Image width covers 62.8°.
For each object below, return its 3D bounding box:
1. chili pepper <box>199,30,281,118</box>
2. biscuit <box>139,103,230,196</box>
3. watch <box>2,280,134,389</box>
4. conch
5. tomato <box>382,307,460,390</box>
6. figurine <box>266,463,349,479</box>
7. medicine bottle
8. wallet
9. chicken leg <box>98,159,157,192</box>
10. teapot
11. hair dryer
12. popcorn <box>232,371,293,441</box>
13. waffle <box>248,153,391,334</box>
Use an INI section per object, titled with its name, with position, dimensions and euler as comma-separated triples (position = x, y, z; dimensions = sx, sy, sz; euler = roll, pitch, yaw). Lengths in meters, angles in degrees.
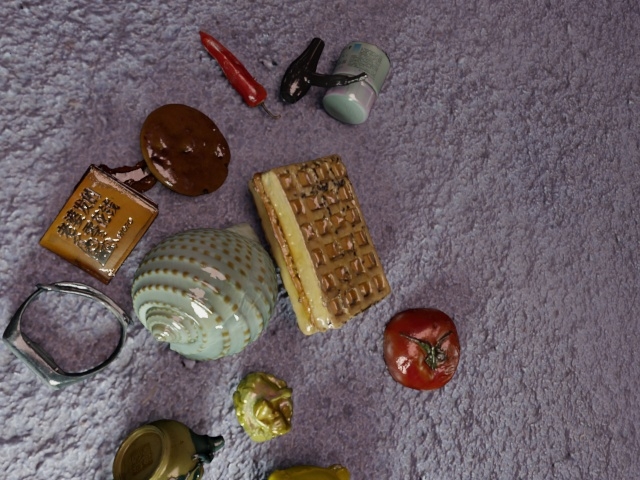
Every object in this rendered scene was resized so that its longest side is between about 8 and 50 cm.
[chili pepper]
position = -0.189, -0.385, 1.223
dimensions = 0.059, 0.050, 0.268
euler = -42, 103, -7
[biscuit]
position = -0.287, -0.198, 1.136
dimensions = 0.212, 0.036, 0.212
euler = 12, 71, -40
[watch]
position = -0.484, 0.170, 1.011
dimensions = 0.193, 0.068, 0.206
euler = -45, 107, -26
[conch]
position = -0.206, 0.100, 1.079
dimensions = 0.319, 0.215, 0.303
euler = -45, 115, -22
[tomato]
position = 0.279, 0.282, 1.356
dimensions = 0.228, 0.101, 0.228
euler = 1, 87, -26
[figurine]
position = -0.033, 0.642, 1.093
dimensions = 0.323, 0.231, 0.340
euler = 3, 89, -27
[medicine bottle]
position = 0.090, -0.394, 1.314
dimensions = 0.135, 0.135, 0.169
euler = 27, 73, -21
[wallet]
position = -0.437, -0.031, 1.038
dimensions = 0.161, 0.042, 0.195
euler = 36, 91, -17
[chicken leg]
position = -0.389, -0.141, 1.099
dimensions = 0.219, 0.048, 0.089
euler = -31, 101, -25
[teapot]
position = -0.310, 0.459, 1.027
dimensions = 0.269, 0.173, 0.182
euler = -36, 134, -1
[hair dryer]
position = 0.022, -0.404, 1.251
dimensions = 0.196, 0.219, 0.075
euler = -64, 148, -21
[popcorn]
position = -0.125, 0.358, 1.135
dimensions = 0.125, 0.126, 0.145
euler = 21, 52, -48
[waffle]
position = 0.000, 0.000, 1.197
dimensions = 0.261, 0.114, 0.376
euler = -24, 94, -47
